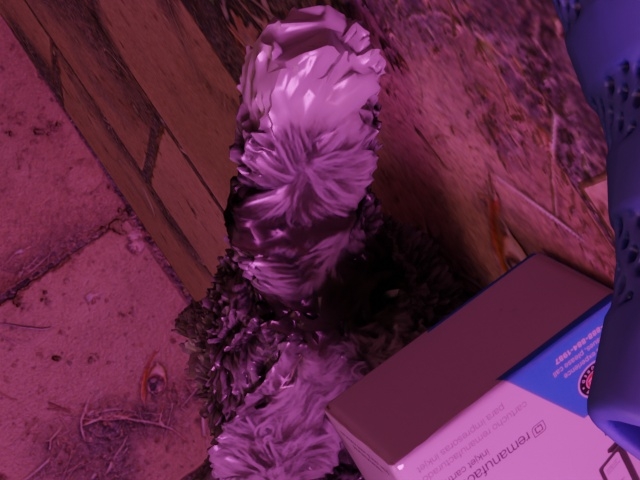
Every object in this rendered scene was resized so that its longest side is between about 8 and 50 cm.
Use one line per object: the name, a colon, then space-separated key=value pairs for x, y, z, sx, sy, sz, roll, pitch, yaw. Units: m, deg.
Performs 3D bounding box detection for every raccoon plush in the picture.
raccoon plush: x=0.000 y=0.000 z=0.949 sx=0.299 sy=0.216 sz=0.447 roll=-117 pitch=30 yaw=-54

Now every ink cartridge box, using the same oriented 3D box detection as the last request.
ink cartridge box: x=0.118 y=0.134 z=0.708 sx=0.203 sy=0.148 sz=0.086 roll=60 pitch=166 yaw=-26

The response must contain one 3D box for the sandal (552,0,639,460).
sandal: x=0.125 y=0.013 z=0.332 sx=0.317 sy=0.138 sz=0.126 roll=62 pitch=171 yaw=17
